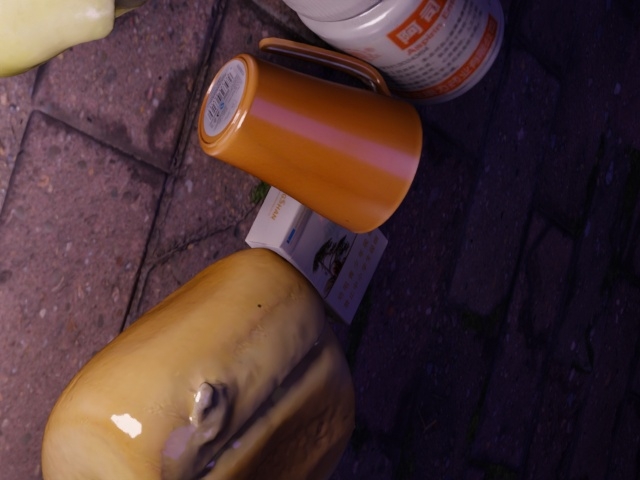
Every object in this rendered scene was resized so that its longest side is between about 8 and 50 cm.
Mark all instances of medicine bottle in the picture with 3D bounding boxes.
[{"bbox_3d":[0.081,-0.336,1.631,0.371,0.211,0.211,28,75,-55],"label":"medicine bottle"}]

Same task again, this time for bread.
[{"bbox_3d":[-0.135,0.210,1.425,0.376,0.253,0.348,-43,137,-39],"label":"bread"}]

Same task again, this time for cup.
[{"bbox_3d":[-0.008,-0.147,1.550,0.264,0.182,0.226,21,60,-29],"label":"cup"}]

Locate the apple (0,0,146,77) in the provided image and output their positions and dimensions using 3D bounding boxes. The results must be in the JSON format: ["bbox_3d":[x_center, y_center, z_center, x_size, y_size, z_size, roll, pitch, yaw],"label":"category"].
[{"bbox_3d":[-0.287,-0.277,1.082,0.258,0.233,0.295,59,8,-16],"label":"apple"}]

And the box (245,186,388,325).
[{"bbox_3d":[0.000,0.000,1.731,0.233,0.067,0.149,50,56,-49],"label":"box"}]
